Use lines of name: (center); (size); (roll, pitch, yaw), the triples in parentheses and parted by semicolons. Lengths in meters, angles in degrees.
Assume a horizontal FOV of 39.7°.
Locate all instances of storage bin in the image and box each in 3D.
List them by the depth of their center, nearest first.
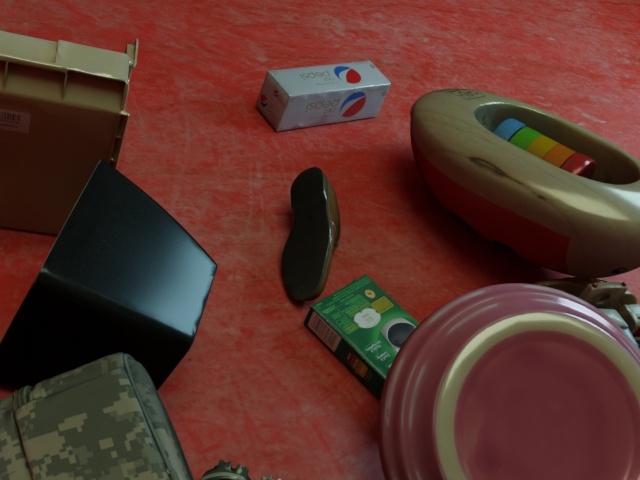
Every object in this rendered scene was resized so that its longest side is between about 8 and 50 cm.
storage bin: (-0.362, -0.137, 1.010); (0.262, 0.260, 0.123); (9, 46, -18)

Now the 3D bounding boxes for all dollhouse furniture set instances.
dollhouse furniture set: (0.432, 0.142, 1.199); (0.184, 0.129, 0.129); (0, 46, -27)

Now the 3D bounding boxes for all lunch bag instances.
lunch bag: (-0.206, 0.270, 0.683); (0.256, 0.212, 0.305); (-21, 55, -12)

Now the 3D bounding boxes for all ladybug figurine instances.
ladybug figurine: (0.312, -0.085, 1.327); (0.449, 0.162, 0.305); (36, 35, 30)

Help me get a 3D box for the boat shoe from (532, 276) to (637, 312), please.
boat shoe: (0.375, 0.083, 1.297); (0.170, 0.063, 0.059); (9, 19, -17)

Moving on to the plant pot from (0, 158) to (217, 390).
plant pot: (-0.218, 0.065, 0.932); (0.167, 0.187, 0.188); (29, 38, -13)

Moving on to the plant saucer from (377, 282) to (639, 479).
plant saucer: (0.230, 0.204, 0.943); (0.332, 0.084, 0.332); (2, 76, -10)

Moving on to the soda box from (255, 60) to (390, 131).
soda box: (0.007, -0.237, 1.440); (0.216, 0.074, 0.069); (-15, 53, -37)

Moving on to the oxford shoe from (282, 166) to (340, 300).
oxford shoe: (0.000, 0.000, 1.191); (0.076, 0.076, 0.212); (47, 37, -39)

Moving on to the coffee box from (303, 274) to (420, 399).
coffee box: (0.080, 0.132, 1.103); (0.184, 0.040, 0.113); (42, 44, 20)

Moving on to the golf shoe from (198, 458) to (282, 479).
golf shoe: (-0.003, 0.306, 0.848); (0.273, 0.105, 0.120); (15, 56, -2)
